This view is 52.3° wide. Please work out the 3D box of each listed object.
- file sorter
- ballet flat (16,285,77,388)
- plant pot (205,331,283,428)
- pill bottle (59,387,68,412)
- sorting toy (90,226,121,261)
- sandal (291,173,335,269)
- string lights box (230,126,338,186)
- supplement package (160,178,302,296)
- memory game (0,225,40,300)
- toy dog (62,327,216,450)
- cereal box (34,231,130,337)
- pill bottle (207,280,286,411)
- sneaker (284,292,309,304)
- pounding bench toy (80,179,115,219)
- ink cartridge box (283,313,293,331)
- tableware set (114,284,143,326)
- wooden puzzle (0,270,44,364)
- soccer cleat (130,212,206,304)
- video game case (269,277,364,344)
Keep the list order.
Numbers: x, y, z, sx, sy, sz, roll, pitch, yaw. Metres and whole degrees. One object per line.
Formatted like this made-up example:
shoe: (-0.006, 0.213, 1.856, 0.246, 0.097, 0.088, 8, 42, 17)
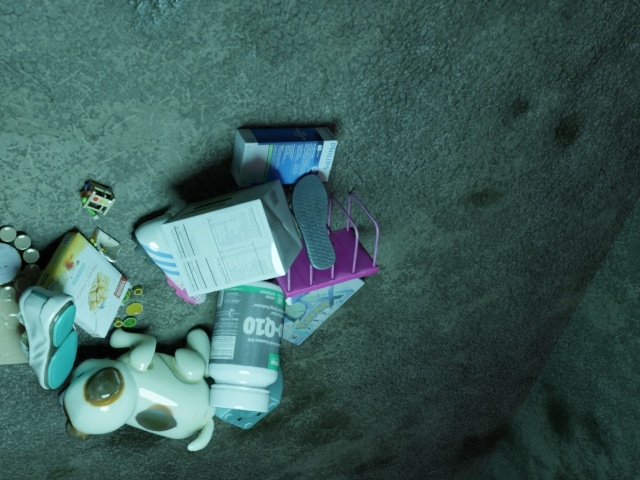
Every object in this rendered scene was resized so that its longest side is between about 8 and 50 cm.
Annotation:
file sorter: (0.000, 0.000, 1.880, 0.291, 0.202, 0.182, -15, 133, -19)
ballet flat: (-0.679, 0.232, 1.610, 0.139, 0.139, 0.400, -6, 147, -26)
plant pot: (-0.264, 0.451, 2.096, 0.248, 0.252, 0.247, -40, 136, 7)
pill bottle: (-0.734, 0.515, 1.997, 0.086, 0.086, 0.152, -24, 137, -10)
sorting toy: (-0.549, 0.021, 1.666, 0.045, 0.075, 0.083, -38, 137, 5)
sandal: (-0.023, -0.047, 1.739, 0.097, 0.054, 0.254, -9, 93, -10)
string lights box: (-0.095, -0.221, 1.714, 0.260, 0.076, 0.133, -6, 131, -26)
supplement package: (-0.214, -0.009, 1.635, 0.263, 0.199, 0.198, -14, 106, 15)
memory game: (-0.764, 0.056, 1.544, 0.186, 0.012, 0.186, -1, 92, -30)
toy dog: (-0.526, 0.444, 1.852, 0.408, 0.395, 0.284, 11, 134, -45)
cereal box: (-0.599, 0.116, 1.666, 0.047, 0.173, 0.240, 0, 145, 26)
pill bottle: (-0.215, 0.306, 1.892, 0.204, 0.361, 0.204, 5, 165, 1)
sneaker: (-0.032, 0.114, 1.937, 0.211, 0.081, 0.080, -49, 145, -32)
pounding bench toy: (-0.550, -0.093, 1.578, 0.065, 0.052, 0.083, 23, 115, -42)
ink cartridge box: (-0.135, 0.278, 2.124, 0.083, 0.028, 0.048, -41, 136, 7)
tableware set: (-0.551, 0.190, 1.856, 0.104, 0.024, 0.154, 9, 122, -36)
wooden puzzle: (-0.857, 0.188, 1.641, 0.348, 0.080, 0.322, 5, 125, -28)
soccer cleat: (-0.371, 0.057, 1.773, 0.143, 0.116, 0.331, -33, 137, 0)
video game case: (-0.055, 0.187, 2.138, 0.329, 0.036, 0.300, -44, 136, 12)
